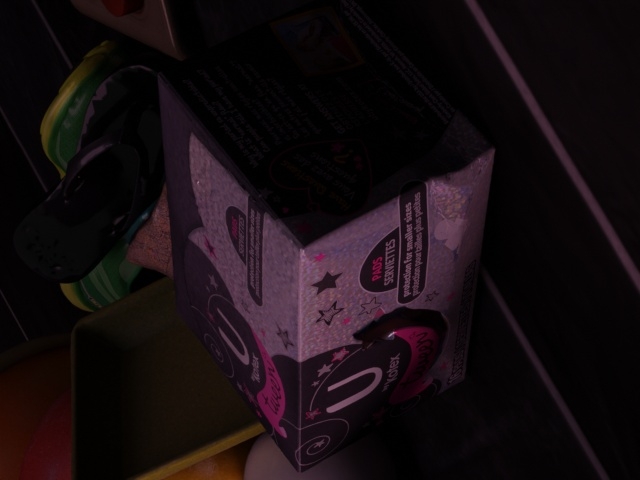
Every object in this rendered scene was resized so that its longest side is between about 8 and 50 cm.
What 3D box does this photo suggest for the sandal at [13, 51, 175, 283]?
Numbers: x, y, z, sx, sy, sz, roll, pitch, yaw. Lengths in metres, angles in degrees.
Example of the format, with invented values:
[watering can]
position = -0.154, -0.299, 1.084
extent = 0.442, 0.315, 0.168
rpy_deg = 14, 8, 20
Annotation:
[sandal]
position = -0.168, -0.044, 1.509
extent = 0.097, 0.054, 0.254
rpy_deg = 32, 128, -5

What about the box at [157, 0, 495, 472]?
[box]
position = 0.000, 0.000, 1.174
extent = 0.163, 0.142, 0.247
rpy_deg = 51, 158, 30

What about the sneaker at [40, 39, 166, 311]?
[sneaker]
position = -0.162, -0.048, 1.614
extent = 0.123, 0.109, 0.295
rpy_deg = 20, 138, 19

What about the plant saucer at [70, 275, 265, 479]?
[plant saucer]
position = -0.108, 0.110, 1.482
extent = 0.045, 0.188, 0.188
rpy_deg = 46, -154, -41

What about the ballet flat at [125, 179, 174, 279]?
[ballet flat]
position = -0.074, -0.018, 1.404
extent = 0.106, 0.107, 0.316
rpy_deg = 48, 160, 6

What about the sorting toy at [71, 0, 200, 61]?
[sorting toy]
position = -0.202, -0.263, 1.480
extent = 0.307, 0.041, 0.229
rpy_deg = 30, 143, 56

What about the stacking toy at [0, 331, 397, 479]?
[stacking toy]
position = -0.108, 0.219, 1.588
extent = 0.480, 0.350, 0.350
rpy_deg = -20, 97, 55
